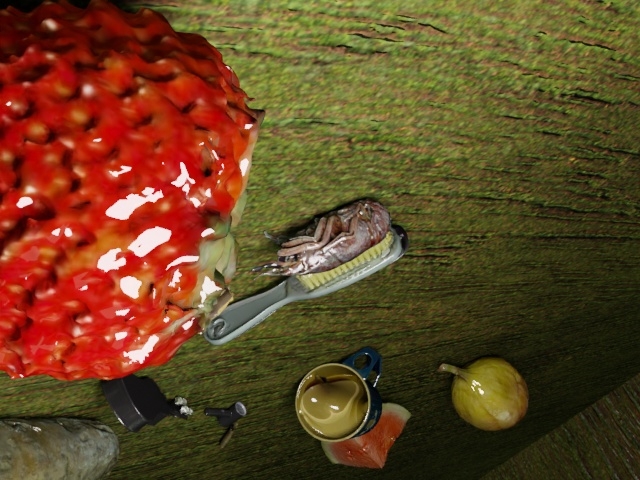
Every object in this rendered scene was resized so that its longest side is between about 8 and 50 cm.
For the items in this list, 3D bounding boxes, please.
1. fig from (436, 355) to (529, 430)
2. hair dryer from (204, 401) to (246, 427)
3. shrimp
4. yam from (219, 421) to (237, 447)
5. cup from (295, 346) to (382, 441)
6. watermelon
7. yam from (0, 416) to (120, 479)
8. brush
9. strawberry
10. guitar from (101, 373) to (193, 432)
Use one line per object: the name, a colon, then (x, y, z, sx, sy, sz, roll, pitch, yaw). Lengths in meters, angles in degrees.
fig: (0.318, 0.300, 2.327, 0.159, 0.159, 0.257, -37, 137, 23)
hair dryer: (-0.164, 0.286, 1.855, 0.047, 0.026, 0.083, -38, 153, 23)
shrimp: (0.001, 0.001, 1.347, 0.190, 0.073, 0.075, -27, 154, -14)
yam: (-0.163, 0.344, 1.997, 0.014, 0.014, 0.107, -15, 156, -27)
cup: (0.051, 0.267, 1.953, 0.176, 0.131, 0.155, -54, 162, -1)
watermelon: (0.093, 0.375, 2.272, 0.145, 0.137, 0.193, -57, 173, -29)
yam: (-0.383, 0.290, 1.483, 0.133, 0.133, 0.330, -36, 161, 22)
brush: (-0.030, 0.047, 1.437, 0.296, 0.068, 0.060, -28, 139, 8)
strawberry: (-0.224, -0.026, 0.810, 0.351, 0.267, 0.312, 5, 156, -11)
guitar: (-0.231, 0.232, 1.605, 0.038, 0.084, 0.271, -31, 164, 6)
